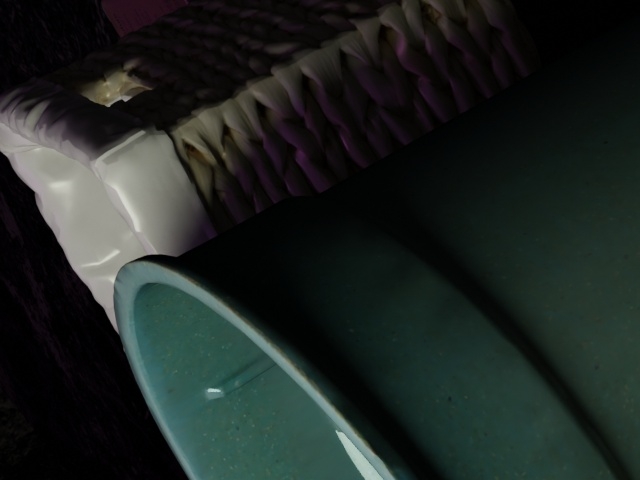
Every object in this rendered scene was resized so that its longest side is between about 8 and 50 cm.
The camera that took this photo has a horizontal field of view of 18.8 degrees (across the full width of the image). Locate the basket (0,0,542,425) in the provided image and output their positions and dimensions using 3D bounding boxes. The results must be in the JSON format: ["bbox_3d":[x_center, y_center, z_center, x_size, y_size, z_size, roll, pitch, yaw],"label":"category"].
[{"bbox_3d":[0.000,0.000,1.222,0.331,0.266,0.328,61,167,-18],"label":"basket"}]

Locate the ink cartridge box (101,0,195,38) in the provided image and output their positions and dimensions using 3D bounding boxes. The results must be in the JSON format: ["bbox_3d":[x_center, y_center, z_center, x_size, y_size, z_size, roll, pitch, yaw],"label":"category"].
[{"bbox_3d":[-0.050,-0.111,1.473,0.235,0.088,0.193,59,162,-14],"label":"ink cartridge box"}]

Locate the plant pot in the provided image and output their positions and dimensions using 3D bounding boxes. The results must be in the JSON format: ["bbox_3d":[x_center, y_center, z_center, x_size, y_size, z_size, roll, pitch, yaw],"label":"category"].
[{"bbox_3d":[0.132,0.061,0.943,0.341,0.334,0.341,46,159,23],"label":"plant pot"}]
